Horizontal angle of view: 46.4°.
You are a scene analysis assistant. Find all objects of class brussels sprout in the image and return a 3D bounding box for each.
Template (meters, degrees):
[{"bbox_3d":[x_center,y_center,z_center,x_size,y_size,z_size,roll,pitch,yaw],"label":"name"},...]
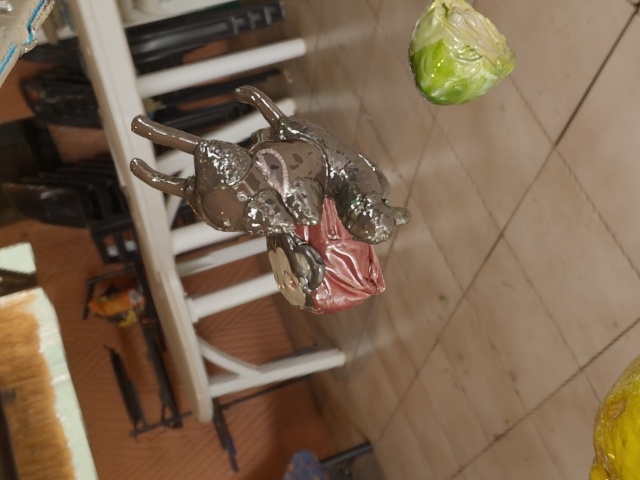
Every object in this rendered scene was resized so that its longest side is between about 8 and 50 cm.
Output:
[{"bbox_3d":[0.176,-0.250,1.019,0.122,0.152,0.149,-43,45,33],"label":"brussels sprout"}]

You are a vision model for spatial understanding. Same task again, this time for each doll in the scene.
[{"bbox_3d":[-0.024,-0.042,0.496,0.165,0.139,0.057,35,129,24],"label":"doll"}]

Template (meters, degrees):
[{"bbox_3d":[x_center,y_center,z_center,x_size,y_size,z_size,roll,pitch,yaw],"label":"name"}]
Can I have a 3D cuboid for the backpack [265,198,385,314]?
[{"bbox_3d":[-0.002,0.000,1.109,0.229,0.139,0.229,169,90,-72],"label":"backpack"}]

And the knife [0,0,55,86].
[{"bbox_3d":[-0.288,-0.093,0.581,0.043,0.089,0.365,-45,30,44],"label":"knife"}]

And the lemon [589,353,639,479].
[{"bbox_3d":[0.312,0.145,0.542,0.188,0.257,0.188,49,-154,-34],"label":"lemon"}]
